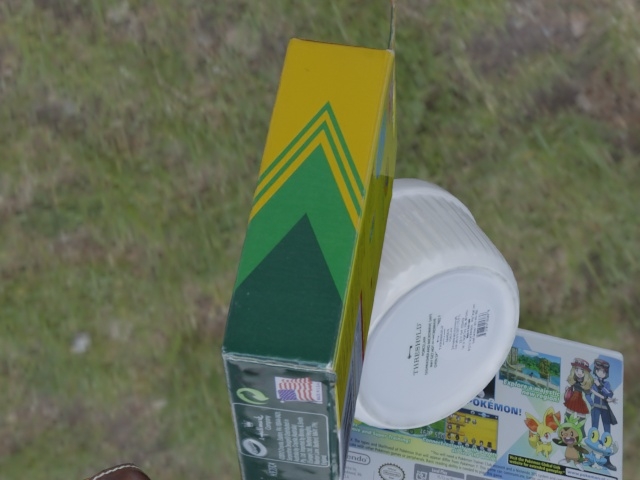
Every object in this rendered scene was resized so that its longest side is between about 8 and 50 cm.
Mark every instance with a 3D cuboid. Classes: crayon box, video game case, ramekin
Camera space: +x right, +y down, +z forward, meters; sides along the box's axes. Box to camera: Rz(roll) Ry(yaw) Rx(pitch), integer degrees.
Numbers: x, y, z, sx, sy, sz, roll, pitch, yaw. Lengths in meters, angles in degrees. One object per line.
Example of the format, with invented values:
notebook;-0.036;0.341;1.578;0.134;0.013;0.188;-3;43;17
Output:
crayon box;0.000;0.000;1.306;0.081;0.318;0.202;7;148;7
video game case;0.135;0.211;1.717;0.329;0.300;0.036;14;150;-13
ramekin;0.071;0.062;1.512;0.207;0.109;0.207;-18;129;-24

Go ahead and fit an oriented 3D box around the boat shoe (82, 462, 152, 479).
boat shoe;-0.156;0.204;1.261;0.073;0.073;0.207;-9;149;-20
